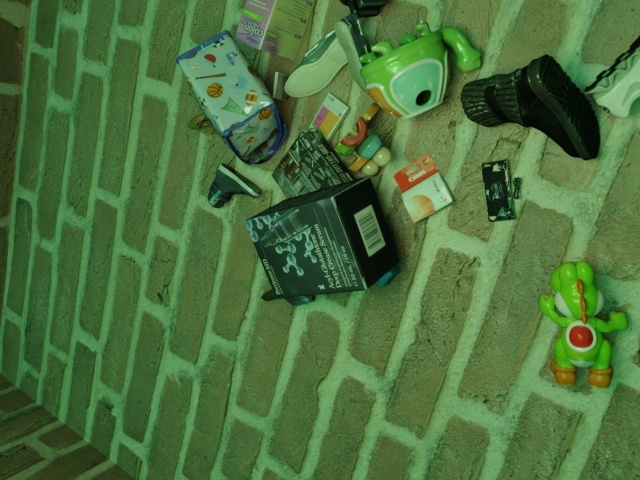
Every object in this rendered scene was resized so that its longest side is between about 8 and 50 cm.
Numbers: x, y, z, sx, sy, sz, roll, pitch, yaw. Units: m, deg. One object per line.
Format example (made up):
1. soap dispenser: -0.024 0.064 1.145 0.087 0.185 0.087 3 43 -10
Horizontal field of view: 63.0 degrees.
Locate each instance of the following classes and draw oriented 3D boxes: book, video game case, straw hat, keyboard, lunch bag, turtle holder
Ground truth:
1. book: 0.029 -0.422 1.805 0.096 0.035 0.144 43 114 21
2. video game case: -0.132 -0.536 1.828 0.011 0.122 0.087 12 102 19
3. straw hat: -0.448 -0.450 2.051 0.145 0.144 0.061 10 140 28
4. keyboard: 0.544 -0.149 1.554 0.108 0.023 0.180 -6 94 36
5. lunch bag: -0.282 -0.464 1.804 0.239 0.385 0.327 -29 79 -5
6. turtle holder: 0.285 -0.502 1.559 0.243 0.320 0.227 -3 114 63

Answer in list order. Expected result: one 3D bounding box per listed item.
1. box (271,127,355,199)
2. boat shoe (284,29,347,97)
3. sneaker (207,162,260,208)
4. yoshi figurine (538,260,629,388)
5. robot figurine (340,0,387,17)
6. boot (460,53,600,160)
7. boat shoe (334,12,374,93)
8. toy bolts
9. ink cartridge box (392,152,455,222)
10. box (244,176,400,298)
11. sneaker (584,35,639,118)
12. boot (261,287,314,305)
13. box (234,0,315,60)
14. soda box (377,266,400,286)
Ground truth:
1. box: -0.012 -0.190 1.797 0.307 0.077 0.242 54 134 13
2. boat shoe: 0.002 -0.607 1.774 0.319 0.116 0.099 -32 44 34
3. sneaker: -0.337 -0.176 2.003 0.226 0.086 0.163 36 102 31
4. yoshi figurine: 0.716 0.210 1.447 0.203 0.204 0.362 -150 46 -65
5. robot figurine: 0.120 -0.839 1.612 0.209 0.174 0.278 -13 89 33
6. boot: 0.577 -0.338 1.437 0.348 0.131 0.260 45 153 -21
7. boat shoe: 0.123 -0.588 1.653 0.079 0.254 0.095 -37 35 -11
8. toy bolts: 0.165 -0.312 1.658 0.158 0.228 0.218 40 95 -5
9. ink cartridge box: 0.323 -0.167 1.664 0.145 0.045 0.179 -31 83 28
10. box: 0.000 0.000 1.665 0.396 0.212 0.293 -12 104 43
11. sneaker: 0.844 -0.448 1.304 0.146 0.122 0.330 43 113 -3
12. boot: -0.122 0.210 1.943 0.219 0.082 0.106 -27 80 28
13. box: -0.145 -0.756 1.755 0.117 0.214 0.242 30 111 23
14. soda box: 0.162 0.060 1.767 0.210 0.071 0.067 43 114 18
